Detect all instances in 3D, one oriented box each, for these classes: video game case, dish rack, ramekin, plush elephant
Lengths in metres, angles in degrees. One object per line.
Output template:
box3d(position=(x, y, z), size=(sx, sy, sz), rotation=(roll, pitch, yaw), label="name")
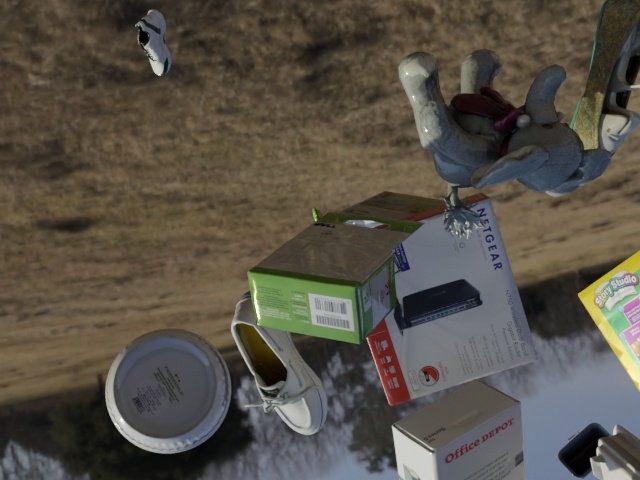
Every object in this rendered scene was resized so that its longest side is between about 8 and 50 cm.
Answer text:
box3d(position=(0.189, -0.068, 2.074), size=(0.227, 0.026, 0.206), rotation=(12, -154, 38), label="video game case")
box3d(position=(0.559, 0.513, 1.485), size=(0.073, 0.332, 0.285), rotation=(-14, -176, -1), label="dish rack")
box3d(position=(-0.247, 0.241, 1.386), size=(0.207, 0.207, 0.109), rotation=(-12, 169, -9), label="ramekin")
box3d(position=(0.305, -0.171, 1.368), size=(0.256, 0.329, 0.272), rotation=(-4, -179, 41), label="plush elephant")

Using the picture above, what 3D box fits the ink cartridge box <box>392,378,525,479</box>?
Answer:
box3d(position=(0.246, 0.407, 1.477), size=(0.199, 0.272, 0.115), rotation=(-22, -153, -28), label="ink cartridge box")

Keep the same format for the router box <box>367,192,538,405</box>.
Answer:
box3d(position=(0.222, 0.111, 1.644), size=(0.301, 0.335, 0.082), rotation=(-19, -170, 4), label="router box")

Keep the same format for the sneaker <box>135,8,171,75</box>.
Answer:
box3d(position=(-0.253, -0.290, 1.276), size=(0.043, 0.040, 0.109), rotation=(-47, 150, -34), label="sneaker")

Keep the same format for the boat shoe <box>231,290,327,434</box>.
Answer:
box3d(position=(-0.094, 0.292, 1.785), size=(0.136, 0.366, 0.156), rotation=(-8, -152, 23), label="boat shoe")

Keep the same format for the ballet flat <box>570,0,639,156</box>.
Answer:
box3d(position=(0.523, -0.259, 1.513), size=(0.123, 0.348, 0.123), rotation=(11, -168, -2), label="ballet flat")

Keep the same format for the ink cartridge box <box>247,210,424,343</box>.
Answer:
box3d(position=(0.037, 0.048, 1.344), size=(0.189, 0.096, 0.255), rotation=(7, -154, 29), label="ink cartridge box")

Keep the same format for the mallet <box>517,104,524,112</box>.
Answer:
box3d(position=(0.458, -0.291, 2.048), size=(0.039, 0.062, 0.190), rotation=(-12, 179, -37), label="mallet")

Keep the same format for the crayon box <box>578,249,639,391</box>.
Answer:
box3d(position=(0.849, 0.168, 2.067), size=(0.106, 0.313, 0.363), rotation=(-14, 157, -36), label="crayon box")

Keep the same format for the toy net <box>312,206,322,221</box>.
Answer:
box3d(position=(0.000, 0.000, 2.006), size=(0.045, 0.122, 0.232), rotation=(-16, 168, 5), label="toy net")

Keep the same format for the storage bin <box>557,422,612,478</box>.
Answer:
box3d(position=(0.661, 0.527, 2.124), size=(0.135, 0.098, 0.091), rotation=(-41, 147, -3), label="storage bin")
